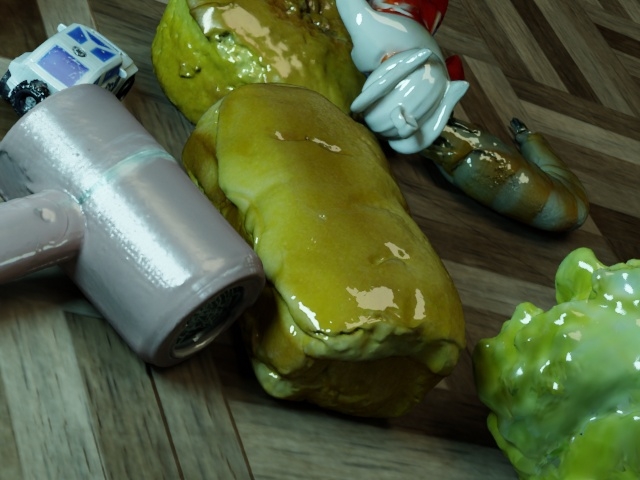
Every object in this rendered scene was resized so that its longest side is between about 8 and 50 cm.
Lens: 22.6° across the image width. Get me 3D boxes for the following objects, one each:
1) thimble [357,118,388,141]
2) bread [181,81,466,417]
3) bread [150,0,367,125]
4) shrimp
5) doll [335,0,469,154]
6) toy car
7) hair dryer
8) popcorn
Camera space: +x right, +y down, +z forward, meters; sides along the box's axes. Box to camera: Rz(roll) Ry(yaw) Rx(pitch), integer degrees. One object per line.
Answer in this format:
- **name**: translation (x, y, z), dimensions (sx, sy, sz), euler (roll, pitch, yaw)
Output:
- **thimble**: translation (0.071, -0.162, 1.760), dimensions (0.090, 0.102, 0.115), euler (9, 46, -41)
- **bread**: translation (0.000, -0.005, 1.404), dimensions (0.195, 0.149, 0.344), euler (16, 34, -34)
- **bread**: translation (-0.048, -0.191, 1.635), dimensions (0.268, 0.146, 0.268), euler (27, 33, -20)
- **shrimp**: translation (0.240, -0.083, 1.865), dimensions (0.185, 0.068, 0.287), euler (48, 29, 16)
- **doll**: translation (0.078, -0.206, 1.588), dimensions (0.188, 0.099, 0.384), euler (38, 24, -21)
- **toy car**: translation (-0.226, -0.150, 1.453), dimensions (0.080, 0.070, 0.171), euler (38, 28, 1)
- **hair dryer**: translation (-0.222, 0.021, 1.189), dimensions (0.210, 0.125, 0.352), euler (48, 40, 17)
- **popcorn**: translation (0.276, 0.132, 1.386), dimensions (0.237, 0.293, 0.293), euler (-23, 62, -38)
